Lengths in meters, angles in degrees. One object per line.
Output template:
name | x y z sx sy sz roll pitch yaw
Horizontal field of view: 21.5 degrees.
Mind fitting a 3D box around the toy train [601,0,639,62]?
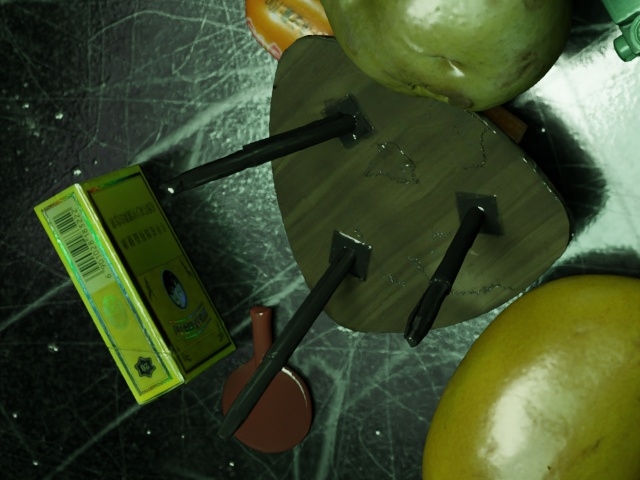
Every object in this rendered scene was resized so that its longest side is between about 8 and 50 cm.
toy train | 0.326 -0.226 1.488 0.172 0.070 0.099 -31 79 21

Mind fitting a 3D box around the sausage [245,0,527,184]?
sausage | 0.043 -0.161 1.582 0.312 0.093 0.093 37 109 9

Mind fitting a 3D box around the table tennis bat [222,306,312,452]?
table tennis bat | -0.057 0.143 1.715 0.098 0.019 0.155 2 104 19

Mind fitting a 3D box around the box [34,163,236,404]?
box | -0.180 0.041 1.670 0.064 0.141 0.220 -26 91 21

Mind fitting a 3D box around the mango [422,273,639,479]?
mango | 0.218 0.167 1.548 0.211 0.173 0.317 31 102 10

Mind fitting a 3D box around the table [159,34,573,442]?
table | 0.000 0.000 1.482 0.317 0.249 0.317 17 126 25

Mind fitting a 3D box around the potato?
potato | 0.075 -0.262 1.435 0.202 0.218 0.351 -38 71 17
